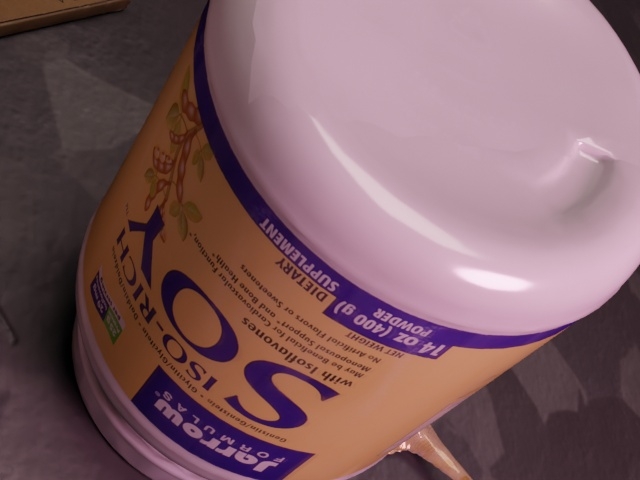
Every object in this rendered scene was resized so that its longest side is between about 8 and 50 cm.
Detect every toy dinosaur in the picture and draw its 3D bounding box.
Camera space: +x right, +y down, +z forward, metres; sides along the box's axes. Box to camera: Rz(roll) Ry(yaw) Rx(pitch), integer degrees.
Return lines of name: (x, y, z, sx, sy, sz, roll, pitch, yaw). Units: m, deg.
toy dinosaur: (0.062, 0.128, 0.803, 0.183, 0.053, 0.093, 38, 58, -1)

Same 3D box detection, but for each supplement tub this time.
supplement tub: (0.000, 0.000, 0.600, 0.241, 0.331, 0.241, 15, 54, -21)

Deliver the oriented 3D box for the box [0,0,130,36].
box: (-0.260, -0.228, 0.797, 0.201, 0.021, 0.164, -28, 81, -47)
